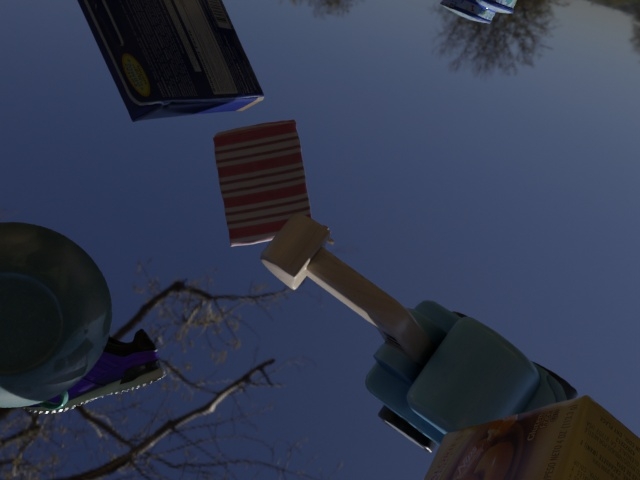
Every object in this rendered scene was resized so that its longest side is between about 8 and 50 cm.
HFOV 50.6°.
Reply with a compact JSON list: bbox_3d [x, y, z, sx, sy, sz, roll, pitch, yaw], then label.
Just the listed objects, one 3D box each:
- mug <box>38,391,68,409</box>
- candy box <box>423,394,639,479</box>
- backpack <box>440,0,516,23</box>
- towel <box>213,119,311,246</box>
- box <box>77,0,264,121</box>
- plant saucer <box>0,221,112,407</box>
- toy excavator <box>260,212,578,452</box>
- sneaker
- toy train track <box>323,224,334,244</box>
[{"bbox_3d":[-0.514,0.218,1.221,0.098,0.129,0.157,-8,-118,1],"label":"mug"},{"bbox_3d":[0.105,0.271,0.465,0.088,0.183,0.316,39,-124,-5],"label":"candy box"},{"bbox_3d":[0.251,-0.388,1.062,0.114,0.084,0.105,27,-157,25],"label":"backpack"},{"bbox_3d":[-0.095,-0.096,1.126,0.144,0.196,0.029,-10,176,3],"label":"towel"},{"bbox_3d":[-0.128,-0.169,0.548,0.037,0.136,0.225,-22,-175,21],"label":"box"},{"bbox_3d":[-0.310,0.079,0.677,0.195,0.194,0.037,6,-176,-19],"label":"plant saucer"},{"bbox_3d":[0.152,0.161,0.988,0.433,0.222,0.445,33,167,27],"label":"toy excavator"},{"bbox_3d":[-0.485,0.259,1.418,0.294,0.146,0.102,-15,-178,-9],"label":"sneaker"},{"bbox_3d":[0.000,0.000,1.188,0.048,0.083,0.014,31,-133,7],"label":"toy train track"}]
